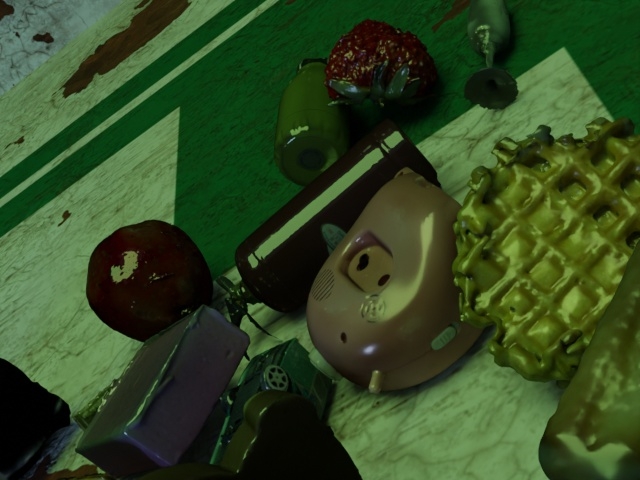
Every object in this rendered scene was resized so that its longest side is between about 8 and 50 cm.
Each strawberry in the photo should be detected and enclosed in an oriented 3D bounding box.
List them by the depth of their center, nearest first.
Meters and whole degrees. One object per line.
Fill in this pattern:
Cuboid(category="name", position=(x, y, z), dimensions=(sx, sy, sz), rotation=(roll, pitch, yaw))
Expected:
Cuboid(category="strawberry", position=(0.101, -0.275, 1.581), dimensions=(0.174, 0.098, 0.228), rotation=(7, 32, 13))

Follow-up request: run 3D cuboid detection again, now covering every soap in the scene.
Cuboid(category="soap", position=(-0.195, 0.189, 1.301), dimensions=(0.181, 0.081, 0.259), rotation=(-60, 14, -27))

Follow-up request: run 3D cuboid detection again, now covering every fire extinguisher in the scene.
Cuboid(category="fire extinguisher", position=(0.000, 0.000, 1.376), dimensions=(0.337, 0.114, 0.135), rotation=(-40, 73, 4))

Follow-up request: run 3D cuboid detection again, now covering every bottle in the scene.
Cuboid(category="bottle", position=(-0.009, -0.193, 1.631), dimensions=(0.112, 0.112, 0.260), rotation=(-29, 32, 22))

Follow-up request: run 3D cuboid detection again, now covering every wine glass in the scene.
Cuboid(category="wine glass", position=(0.235, -0.278, 1.496), dimensions=(0.074, 0.074, 0.262), rotation=(-27, 32, 26))

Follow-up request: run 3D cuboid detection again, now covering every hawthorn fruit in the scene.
Cuboid(category="hawthorn fruit", position=(-0.221, 0.065, 1.501), dimensions=(0.235, 0.181, 0.181), rotation=(24, 69, 45))

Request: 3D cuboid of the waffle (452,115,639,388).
Cuboid(category="waffle", position=(0.256, 0.001, 1.020), dimensions=(0.262, 0.060, 0.280), rotation=(-3, 63, 13))

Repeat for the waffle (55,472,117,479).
Cuboid(category="waffle", position=(-0.228, 0.308, 1.201), dimensions=(0.102, 0.148, 0.042), rotation=(-16, 49, 35))

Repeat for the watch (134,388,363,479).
Cuboid(category="watch", position=(-0.036, 0.319, 0.832), dimensions=(0.335, 0.314, 0.327), rotation=(-40, 31, -18))

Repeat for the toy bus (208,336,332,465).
Cuboid(category="toy bus", position=(-0.063, 0.224, 1.150), dimensions=(0.091, 0.109, 0.262), rotation=(-28, 29, 37))

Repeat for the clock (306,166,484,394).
Cuboid(category="clock", position=(0.077, 0.051, 1.183), dimensions=(0.241, 0.142, 0.227), rotation=(-46, 29, 1))

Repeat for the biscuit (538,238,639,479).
Cuboid(category="biscuit", position=(0.328, 0.100, 0.852), dimensions=(0.237, 0.062, 0.291), rotation=(11, 59, 37))

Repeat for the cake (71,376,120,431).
Cuboid(category="cake", position=(-0.290, 0.214, 1.495), dimensions=(0.051, 0.055, 0.140), rotation=(-18, 35, 47))

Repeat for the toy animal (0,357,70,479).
Cuboid(category="toy animal", position=(-0.512, 0.293, 1.504), dimensions=(0.212, 0.212, 0.267), rotation=(-4, 40, 48))
